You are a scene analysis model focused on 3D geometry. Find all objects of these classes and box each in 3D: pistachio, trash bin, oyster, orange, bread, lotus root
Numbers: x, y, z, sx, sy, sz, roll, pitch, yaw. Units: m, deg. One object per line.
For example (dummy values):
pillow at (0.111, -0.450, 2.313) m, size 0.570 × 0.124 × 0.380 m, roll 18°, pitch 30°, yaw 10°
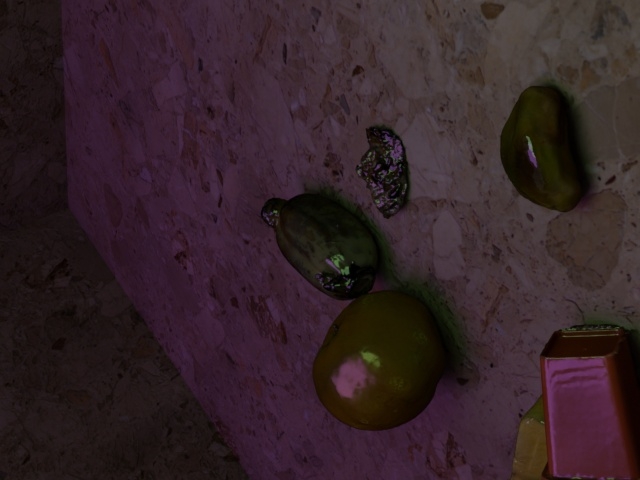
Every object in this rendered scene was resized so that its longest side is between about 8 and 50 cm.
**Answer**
pistachio at (0.307, -0.123, 1.285) m, size 0.110 × 0.100 × 0.189 m, roll 5°, pitch 120°, yaw 53°
trash bin at (0.425, 0.258, 1.353) m, size 0.185 × 0.161 × 0.238 m, roll -4°, pitch 105°, yaw 28°
oyster at (0.115, -0.124, 1.666) m, size 0.105 × 0.056 × 0.177 m, roll 22°, pitch 128°, yaw 41°
orange at (0.116, 0.235, 1.749) m, size 0.235 × 0.279 × 0.279 m, roll 35°, pitch 151°, yaw -5°
bread at (0.398, 0.369, 1.575) m, size 0.102 × 0.094 × 0.245 m, roll 29°, pitch 139°, yaw 33°
lotus root at (0.000, 0.000, 1.859) m, size 0.309 × 0.173 × 0.173 m, roll 43°, pitch 146°, yaw 32°
